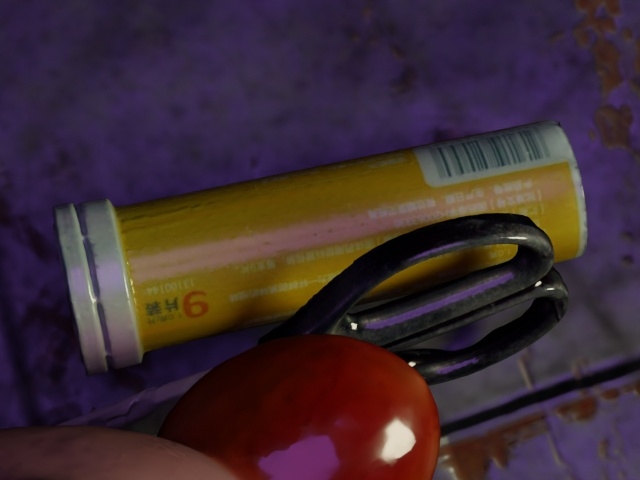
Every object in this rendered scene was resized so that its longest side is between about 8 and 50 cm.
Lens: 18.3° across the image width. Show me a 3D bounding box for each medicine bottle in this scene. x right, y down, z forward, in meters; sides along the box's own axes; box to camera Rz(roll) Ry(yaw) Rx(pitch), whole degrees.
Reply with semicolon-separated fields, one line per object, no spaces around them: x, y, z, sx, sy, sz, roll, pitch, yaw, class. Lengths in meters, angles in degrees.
0.000;0.000;0.836;0.218;0.074;0.074;-12;82;-6;medicine bottle

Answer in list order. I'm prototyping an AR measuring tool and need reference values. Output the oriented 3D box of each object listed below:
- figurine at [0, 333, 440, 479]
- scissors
-0.104;0.177;0.743;0.211;0.261;0.269;4;98;36;figurine
-0.042;0.061;0.828;0.300;0.109;0.022;-19;57;6;scissors
